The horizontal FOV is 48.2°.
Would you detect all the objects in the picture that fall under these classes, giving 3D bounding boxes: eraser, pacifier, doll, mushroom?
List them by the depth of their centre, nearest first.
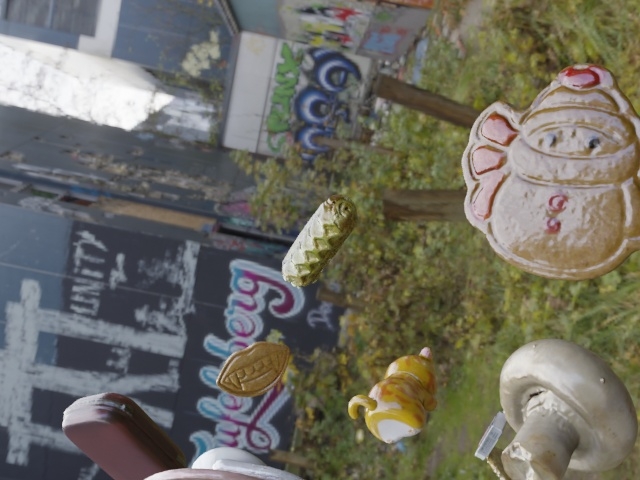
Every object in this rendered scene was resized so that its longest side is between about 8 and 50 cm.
[{"bbox_3d":[-0.126,0.419,1.007,0.273,0.220,0.332,-45,-40,-23],"label":"pacifier"},{"bbox_3d":[0.457,0.358,1.428,0.290,0.292,0.292,-33,-25,-30],"label":"mushroom"},{"bbox_3d":[0.393,0.449,1.643,0.052,0.029,0.122,-45,-23,-48],"label":"eraser"},{"bbox_3d":[0.214,0.408,1.863,0.167,0.162,0.270,-29,1,35],"label":"doll"}]

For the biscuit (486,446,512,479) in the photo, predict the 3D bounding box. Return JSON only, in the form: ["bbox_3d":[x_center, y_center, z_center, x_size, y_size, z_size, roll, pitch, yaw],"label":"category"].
[{"bbox_3d":[0.474,0.569,1.696,0.033,0.220,0.220,-50,9,11],"label":"biscuit"}]

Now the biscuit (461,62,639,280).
[{"bbox_3d":[0.428,-0.123,1.270,0.074,0.359,0.381,-9,-72,-63],"label":"biscuit"}]

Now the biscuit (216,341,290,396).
[{"bbox_3d":[-0.181,0.357,1.969,0.029,0.221,0.142,-158,48,-72],"label":"biscuit"}]

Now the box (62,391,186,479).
[{"bbox_3d":[-0.574,0.602,2.115,0.404,0.263,0.108,58,-150,-31],"label":"box"}]

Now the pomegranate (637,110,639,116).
[{"bbox_3d":[0.770,-0.231,1.664,0.210,0.180,0.180,-140,60,-62],"label":"pomegranate"}]

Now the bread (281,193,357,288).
[{"bbox_3d":[-0.001,0.001,1.553,0.098,0.087,0.269,-26,-20,-40],"label":"bread"}]
